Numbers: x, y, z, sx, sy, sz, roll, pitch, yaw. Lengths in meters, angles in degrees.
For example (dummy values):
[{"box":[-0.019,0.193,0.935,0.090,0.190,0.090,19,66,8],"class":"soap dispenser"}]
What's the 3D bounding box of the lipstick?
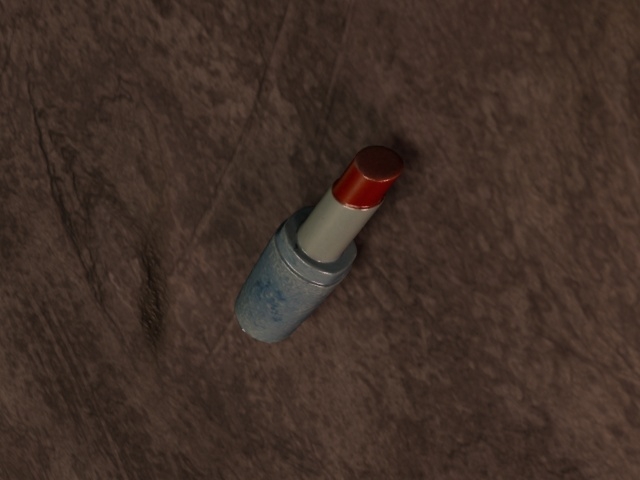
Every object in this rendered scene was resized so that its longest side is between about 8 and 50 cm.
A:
[{"box":[0.000,0.000,1.603,0.068,0.061,0.274,45,146,6],"class":"lipstick"}]
